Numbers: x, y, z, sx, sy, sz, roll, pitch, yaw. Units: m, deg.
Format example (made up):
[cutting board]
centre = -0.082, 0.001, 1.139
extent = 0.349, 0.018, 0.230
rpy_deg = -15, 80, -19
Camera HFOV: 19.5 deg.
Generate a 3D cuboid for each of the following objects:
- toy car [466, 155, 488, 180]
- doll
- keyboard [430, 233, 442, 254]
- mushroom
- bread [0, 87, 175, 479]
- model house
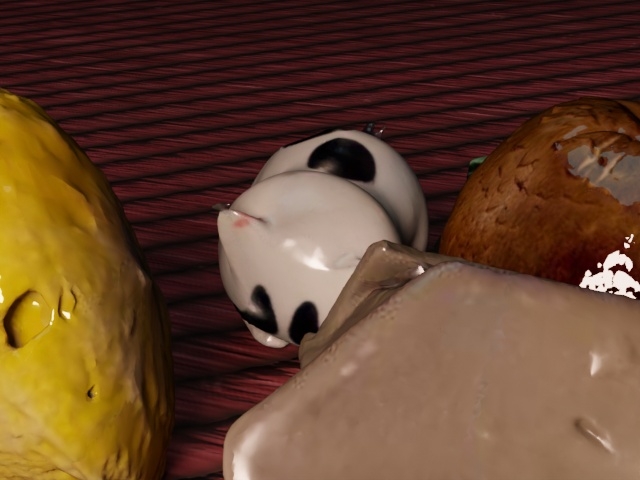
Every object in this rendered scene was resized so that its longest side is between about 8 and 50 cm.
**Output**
[toy car]
centre = 0.259, -0.040, 1.139
extent = 0.320, 0.097, 0.141
rpy_deg = -8, 17, -16
[doll]
centre = 0.001, 0.000, 1.034
extent = 0.110, 0.107, 0.181
rpy_deg = 15, 22, 6
[keyboard]
centre = 0.080, 0.033, 1.031
extent = 0.060, 0.018, 0.195
rpy_deg = 20, 19, 7
[mushroom]
centre = 0.178, -0.001, 0.942
extent = 0.231, 0.138, 0.194
rpy_deg = -10, 17, -23
[bread]
centre = -0.156, 0.034, 0.823
extent = 0.170, 0.197, 0.197
rpy_deg = -15, 14, 8
[model house]
centre = 0.075, 0.071, 0.758
extent = 0.229, 0.122, 0.188
rpy_deg = 10, 2, -5
